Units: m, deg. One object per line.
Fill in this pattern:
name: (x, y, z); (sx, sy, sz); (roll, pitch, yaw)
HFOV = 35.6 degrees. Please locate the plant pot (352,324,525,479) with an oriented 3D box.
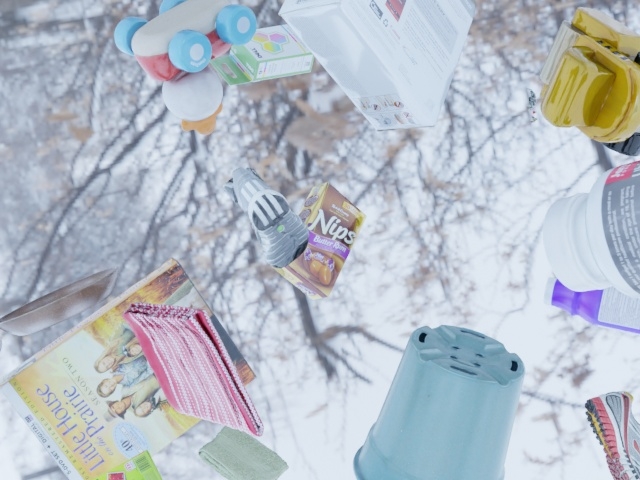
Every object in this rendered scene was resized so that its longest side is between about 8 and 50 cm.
plant pot: (0.271, 0.382, 2.142); (0.341, 0.341, 0.334); (-131, -131, -58)

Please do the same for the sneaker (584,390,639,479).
sneaker: (0.566, 0.379, 1.801); (0.088, 0.093, 0.225); (159, -90, -83)

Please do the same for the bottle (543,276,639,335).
bottle: (0.667, 0.146, 2.324); (0.092, 0.283, 0.118); (34, 68, -66)

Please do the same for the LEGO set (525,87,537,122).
LEGO set: (0.502, -0.318, 2.340); (0.023, 0.054, 0.083); (-5, -53, 33)

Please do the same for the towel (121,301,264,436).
towel: (-0.188, 0.181, 1.423); (0.275, 0.031, 0.199); (-3, -64, 60)

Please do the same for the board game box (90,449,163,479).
board game box: (-0.243, 0.399, 1.403); (0.181, 0.092, 0.043); (58, -17, 17)

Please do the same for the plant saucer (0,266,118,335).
plant saucer: (-0.386, 0.095, 1.482); (0.036, 0.199, 0.198); (67, -14, -7)

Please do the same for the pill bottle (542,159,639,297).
pill bottle: (0.447, -0.024, 1.246); (0.318, 0.176, 0.176); (-17, -92, 45)

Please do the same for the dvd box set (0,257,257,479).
dvd box set: (-0.379, 0.277, 1.991); (0.307, 0.420, 0.062); (59, -15, -16)

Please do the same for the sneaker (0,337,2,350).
sneaker: (-0.619, 0.241, 1.781); (0.215, 0.084, 0.083); (-82, 154, -64)

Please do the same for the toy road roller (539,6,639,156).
toy road roller: (0.528, -0.324, 1.988); (0.329, 0.241, 0.202); (54, -46, 46)

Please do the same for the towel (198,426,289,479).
towel: (-0.141, 0.405, 1.843); (0.148, 0.110, 0.027); (32, -50, 16)

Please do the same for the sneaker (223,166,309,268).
sneaker: (-0.094, -0.052, 1.636); (0.132, 0.086, 0.228); (49, -11, 27)

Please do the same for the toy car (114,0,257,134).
toy car: (-0.231, -0.317, 1.868); (0.219, 0.210, 0.238); (22, -41, 43)

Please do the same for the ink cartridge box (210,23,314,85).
ink cartridge box: (-0.127, -0.407, 2.174); (0.109, 0.209, 0.062); (52, -37, 33)

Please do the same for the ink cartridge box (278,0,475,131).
ink cartridge box: (0.109, -0.383, 1.666); (0.130, 0.271, 0.309); (0, -33, 40)

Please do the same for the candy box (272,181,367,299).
candy box: (0.000, 0.000, 1.807); (0.109, 0.186, 0.053); (40, -31, -25)
